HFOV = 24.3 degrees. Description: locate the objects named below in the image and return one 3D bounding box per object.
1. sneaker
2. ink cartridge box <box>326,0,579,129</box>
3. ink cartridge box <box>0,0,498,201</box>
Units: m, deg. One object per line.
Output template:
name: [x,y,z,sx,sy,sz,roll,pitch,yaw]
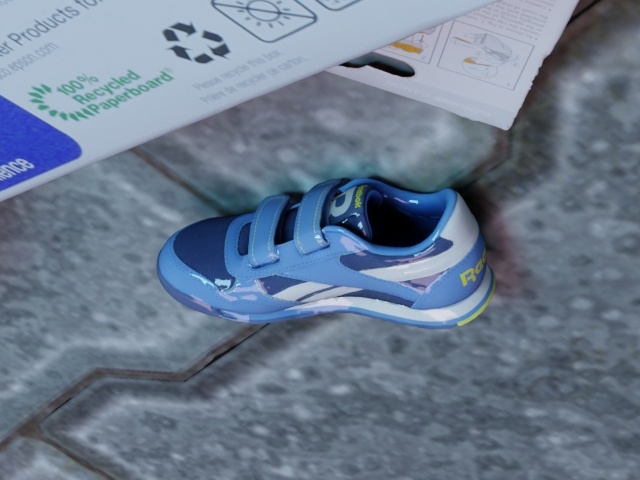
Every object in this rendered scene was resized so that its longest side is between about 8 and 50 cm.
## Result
sneaker: [0.000,0.000,0.623,0.144,0.053,0.059,-1,137,10]
ink cartridge box: [0.024,-0.114,0.508,0.145,0.045,0.179,18,158,1]
ink cartridge box: [-0.154,-0.114,0.334,0.307,0.072,0.303,34,149,-32]
